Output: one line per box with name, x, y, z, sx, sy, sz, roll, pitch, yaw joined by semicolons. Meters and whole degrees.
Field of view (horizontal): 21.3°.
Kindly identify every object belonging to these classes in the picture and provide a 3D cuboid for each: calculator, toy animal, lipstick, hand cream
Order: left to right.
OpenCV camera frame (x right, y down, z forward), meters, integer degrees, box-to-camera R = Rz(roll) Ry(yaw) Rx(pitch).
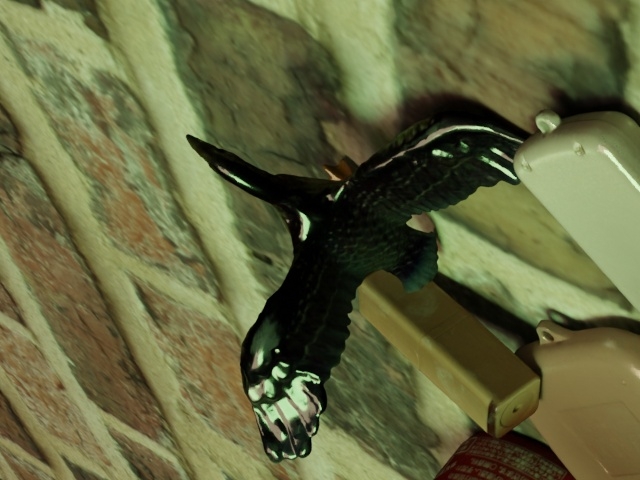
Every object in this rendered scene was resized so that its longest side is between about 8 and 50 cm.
toy animal;-0.003;-0.006;1.096;0.197;0.273;0.160;35;-167;2
lipstick;0.088;0.072;1.184;0.145;0.045;0.045;42;155;32
hand cream;0.157;0.254;1.349;0.193;0.125;0.193;34;158;16
calculator;0.178;-0.008;0.951;0.175;0.032;0.100;47;156;-14
calculator;0.255;0.175;1.152;0.330;0.048;0.220;46;159;-7
